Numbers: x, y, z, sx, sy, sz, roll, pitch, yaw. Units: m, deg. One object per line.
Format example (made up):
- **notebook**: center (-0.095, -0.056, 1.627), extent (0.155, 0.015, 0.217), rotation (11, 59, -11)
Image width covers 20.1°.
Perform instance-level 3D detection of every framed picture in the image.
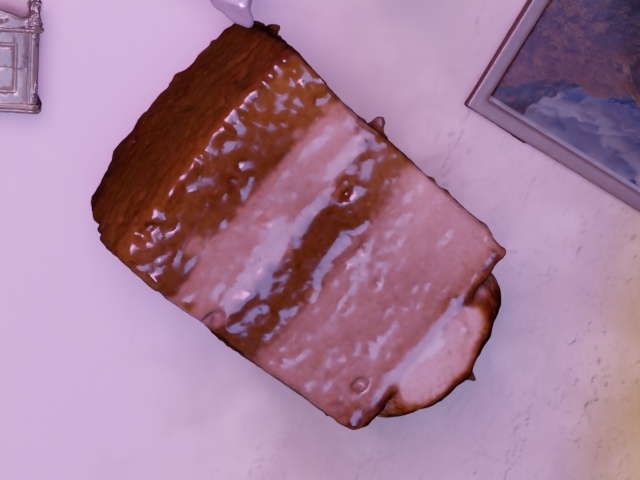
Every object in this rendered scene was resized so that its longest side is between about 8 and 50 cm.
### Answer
- **framed picture**: center (0.259, -0.119, 1.394), extent (0.250, 0.016, 0.184), rotation (31, 96, -13)

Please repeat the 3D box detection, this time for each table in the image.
- **table**: center (-0.239, -0.138, 1.299), extent (0.079, 0.062, 0.083), rotation (3, 101, -9)

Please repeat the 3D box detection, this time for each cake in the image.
- **cake**: center (0.000, 0.000, 1.300), extent (0.293, 0.199, 0.196), rotation (39, 90, -18)

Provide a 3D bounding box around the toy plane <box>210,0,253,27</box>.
- **toy plane**: center (-0.015, -0.260, 1.267), extent (0.245, 0.117, 0.244), rotation (0, 70, 0)
